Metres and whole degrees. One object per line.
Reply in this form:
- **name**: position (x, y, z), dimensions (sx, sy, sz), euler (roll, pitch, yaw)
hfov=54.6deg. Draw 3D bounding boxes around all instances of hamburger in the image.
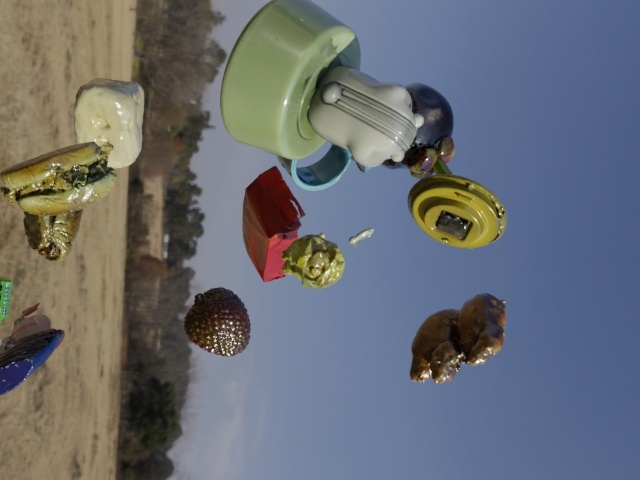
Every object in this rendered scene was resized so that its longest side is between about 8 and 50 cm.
- **hamburger**: position (-0.670, -0.051, 1.574), dimensions (0.183, 0.130, 0.206), euler (5, -84, 51)
- **hamburger**: position (-0.532, -0.120, 1.256), dimensions (0.189, 0.215, 0.122), euler (-64, 140, -64)

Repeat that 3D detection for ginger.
- **ginger**: position (0.423, 0.320, 1.917), dimensions (0.357, 0.152, 0.274), euler (-29, -151, 22)

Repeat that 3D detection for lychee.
- **lychee**: position (-0.368, 0.299, 2.243), dimensions (0.271, 0.236, 0.236), euler (52, -10, -11)

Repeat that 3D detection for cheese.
- **cheese**: position (-0.580, -0.319, 1.692), dimensions (0.251, 0.173, 0.248), euler (-136, -130, -74)

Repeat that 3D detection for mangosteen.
- **mangosteen**: position (0.274, -0.292, 1.771), dimensions (0.302, 0.275, 0.275), euler (53, -25, 8)

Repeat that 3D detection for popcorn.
- **popcorn**: position (-0.021, 0.058, 1.669), dimensions (0.173, 0.173, 0.142), euler (158, -63, -74)

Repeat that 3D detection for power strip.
- **power strip**: position (0.126, -0.008, 1.858), dimensions (0.035, 0.083, 0.055), euler (61, -12, 15)

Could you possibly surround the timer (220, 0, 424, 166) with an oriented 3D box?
- **timer**: position (0.030, -0.245, 1.110), dimensions (0.291, 0.315, 0.291), euler (-50, 159, -27)

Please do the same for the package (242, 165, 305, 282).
- **package**: position (-0.154, -0.034, 1.910), dimensions (0.196, 0.123, 0.423), euler (60, -21, 20)

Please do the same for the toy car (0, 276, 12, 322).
- **toy car**: position (-0.951, 0.184, 1.818), dimensions (0.071, 0.062, 0.165), euler (17, -81, 39)

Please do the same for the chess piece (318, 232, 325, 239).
- **chess piece**: position (0.000, 0.000, 1.937), dimensions (0.092, 0.035, 0.035), euler (106, -18, -63)

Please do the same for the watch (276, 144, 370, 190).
- **watch**: position (-0.002, -0.221, 1.423), dimensions (0.211, 0.193, 0.211), euler (58, -10, 16)

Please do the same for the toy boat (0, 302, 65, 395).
- **toy boat**: position (-0.655, 0.227, 1.390), dimensions (0.072, 0.219, 0.318), euler (62, 16, -24)

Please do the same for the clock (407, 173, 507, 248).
- **clock**: position (0.304, -0.051, 1.416), dimensions (0.057, 0.237, 0.237), euler (-61, 179, -33)
